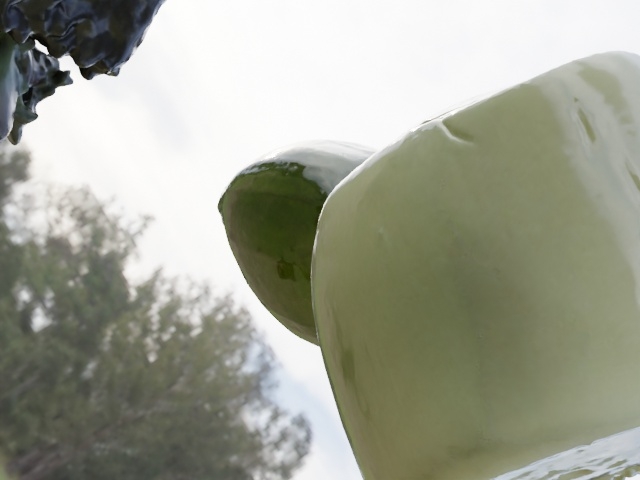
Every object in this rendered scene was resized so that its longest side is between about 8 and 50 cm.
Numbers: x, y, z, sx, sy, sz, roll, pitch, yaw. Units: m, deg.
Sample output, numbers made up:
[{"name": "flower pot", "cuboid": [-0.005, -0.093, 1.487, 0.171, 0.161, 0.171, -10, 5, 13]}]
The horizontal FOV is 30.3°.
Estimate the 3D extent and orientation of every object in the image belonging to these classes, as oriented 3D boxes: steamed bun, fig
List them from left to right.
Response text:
[{"name": "fig", "cuboid": [0.000, 0.000, 1.137, 0.225, 0.203, 0.203, 11, -45, 32]}, {"name": "steamed bun", "cuboid": [0.082, 0.031, 0.577, 0.250, 0.154, 0.200, -41, -118, 55]}]

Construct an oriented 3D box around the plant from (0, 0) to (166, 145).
[{"name": "plant", "cuboid": [-0.158, -0.144, 0.636, 0.131, 0.203, 0.142, 39, 1, 29]}]
